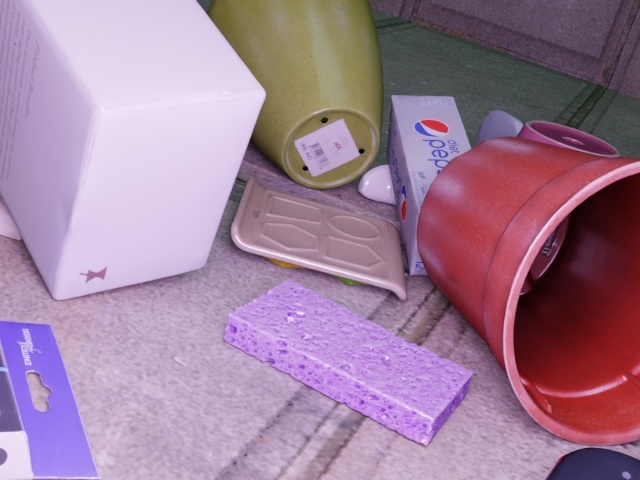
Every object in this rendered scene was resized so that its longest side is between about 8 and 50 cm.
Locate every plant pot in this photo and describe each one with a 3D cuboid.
[{"bbox_3d":[0.241,0.019,0.937,0.272,0.273,0.265,8,16,-22],"label":"plant pot"},{"bbox_3d":[-0.018,-0.216,1.343,0.274,0.275,0.294,7,40,-23],"label":"plant pot"},{"bbox_3d":[0.301,-0.053,1.230,0.201,0.180,0.201,13,22,-6],"label":"plant pot"}]

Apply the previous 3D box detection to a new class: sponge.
[{"bbox_3d":[0.027,0.105,0.850,0.210,0.031,0.117,25,23,20],"label":"sponge"}]

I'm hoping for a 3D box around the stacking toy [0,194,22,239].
[{"bbox_3d":[-0.387,-0.135,0.999,0.308,0.131,0.279,14,21,-5],"label":"stacking toy"}]

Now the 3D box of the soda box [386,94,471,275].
[{"bbox_3d":[0.145,-0.077,1.189,0.091,0.098,0.286,0,36,-3],"label":"soda box"}]

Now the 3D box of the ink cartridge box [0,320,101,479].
[{"bbox_3d":[-0.272,0.092,0.651,0.208,0.045,0.206,5,24,-29],"label":"ink cartridge box"}]

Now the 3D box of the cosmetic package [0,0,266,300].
[{"bbox_3d":[-0.253,-0.193,0.903,0.161,0.230,0.453,-12,54,-35],"label":"cosmetic package"}]

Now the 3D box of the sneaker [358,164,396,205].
[{"bbox_3d":[0.126,-0.069,1.314,0.152,0.054,0.061,6,27,-27],"label":"sneaker"}]

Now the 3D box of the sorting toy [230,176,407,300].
[{"bbox_3d":[0.000,0.000,1.088,0.208,0.038,0.193,19,21,-5],"label":"sorting toy"}]

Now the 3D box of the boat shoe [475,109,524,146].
[{"bbox_3d":[0.353,-0.110,1.500,0.104,0.113,0.306,13,24,-27],"label":"boat shoe"}]

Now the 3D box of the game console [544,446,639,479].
[{"bbox_3d":[0.252,0.283,0.550,0.341,0.060,0.386,26,24,24],"label":"game console"}]
